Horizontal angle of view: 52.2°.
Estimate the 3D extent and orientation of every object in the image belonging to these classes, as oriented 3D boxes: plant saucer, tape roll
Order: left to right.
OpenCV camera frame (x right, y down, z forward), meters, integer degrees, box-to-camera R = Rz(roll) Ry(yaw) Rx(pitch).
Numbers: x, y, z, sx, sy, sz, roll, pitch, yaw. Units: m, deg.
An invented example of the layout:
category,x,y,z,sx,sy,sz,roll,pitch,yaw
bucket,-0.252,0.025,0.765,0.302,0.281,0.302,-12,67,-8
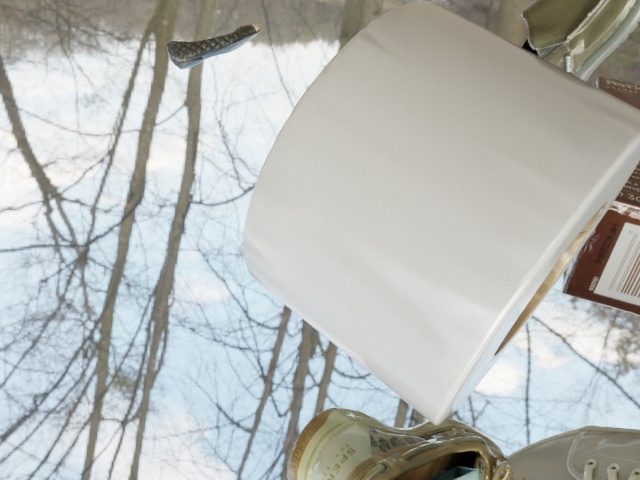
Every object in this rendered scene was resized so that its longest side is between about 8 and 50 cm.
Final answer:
category,x,y,z,sx,sy,sz,roll,pitch,yaw
plant saucer,0.081,0.188,0.484,0.067,0.018,0.192,-23,161,0
tape roll,0.089,-0.018,0.463,0.169,0.246,0.246,37,-151,21

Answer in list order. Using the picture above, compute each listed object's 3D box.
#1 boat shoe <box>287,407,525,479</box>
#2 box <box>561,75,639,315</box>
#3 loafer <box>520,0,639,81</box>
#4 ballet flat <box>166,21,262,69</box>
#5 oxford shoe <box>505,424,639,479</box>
category,x,y,z,sx,sy,sz,roll,pitch,yaw
boat shoe,0.097,0.217,0.576,0.285,0.104,0.089,20,-179,-41
box,0.425,-0.065,0.829,0.191,0.143,0.381,16,-144,11
loafer,0.250,-0.216,0.661,0.087,0.251,0.094,20,-142,-6
ballet flat,-0.174,-0.338,1.101,0.173,0.049,0.057,-28,-174,-23
oxford shoe,0.347,0.282,0.702,0.449,0.169,0.130,-21,157,39
